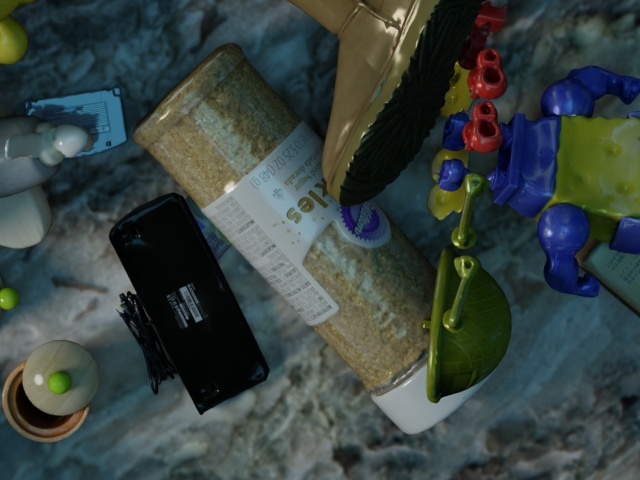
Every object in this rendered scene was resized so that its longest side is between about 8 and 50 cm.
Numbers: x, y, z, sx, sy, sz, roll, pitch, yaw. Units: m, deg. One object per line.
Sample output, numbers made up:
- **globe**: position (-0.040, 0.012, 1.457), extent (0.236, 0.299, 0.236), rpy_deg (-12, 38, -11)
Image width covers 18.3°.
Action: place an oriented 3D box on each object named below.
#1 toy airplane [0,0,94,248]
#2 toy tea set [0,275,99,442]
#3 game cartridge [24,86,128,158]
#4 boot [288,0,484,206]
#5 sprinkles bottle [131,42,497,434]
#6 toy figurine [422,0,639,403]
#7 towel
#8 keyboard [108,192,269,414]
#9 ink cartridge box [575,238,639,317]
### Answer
- **toy airplane**: position (-0.327, -0.205, 1.555), extent (0.386, 0.272, 0.384), rpy_deg (20, 112, -18)
- **toy tea set**: position (-0.356, 0.108, 1.662), extent (0.336, 0.124, 0.200), rpy_deg (-9, 97, -3)
- **game cartridge**: position (-0.209, -0.099, 1.707), extent (0.083, 0.017, 0.056), rpy_deg (-8, 93, -3)
- **boot**: position (-0.006, -0.194, 1.628), extent (0.269, 0.089, 0.236), rpy_deg (40, 114, 30)
- **sprinkles bottle**: position (0.000, 0.000, 1.681), extent (0.121, 0.121, 0.355), rpy_deg (-43, 97, 1)
- **toy figurine**: position (0.207, -0.042, 1.600), extent (0.217, 0.191, 0.363), rpy_deg (9, 64, -5)
- **towel**: position (-0.114, 0.002, 1.728), extent (0.060, 0.009, 0.083), rpy_deg (43, 92, -7)
- **keyboard**: position (-0.126, 0.056, 1.722), extent (0.100, 0.038, 0.192), rpy_deg (-26, 107, -4)
- **ink cartridge box**: position (0.362, -0.015, 1.724), extent (0.193, 0.088, 0.235), rpy_deg (39, 91, -9)
